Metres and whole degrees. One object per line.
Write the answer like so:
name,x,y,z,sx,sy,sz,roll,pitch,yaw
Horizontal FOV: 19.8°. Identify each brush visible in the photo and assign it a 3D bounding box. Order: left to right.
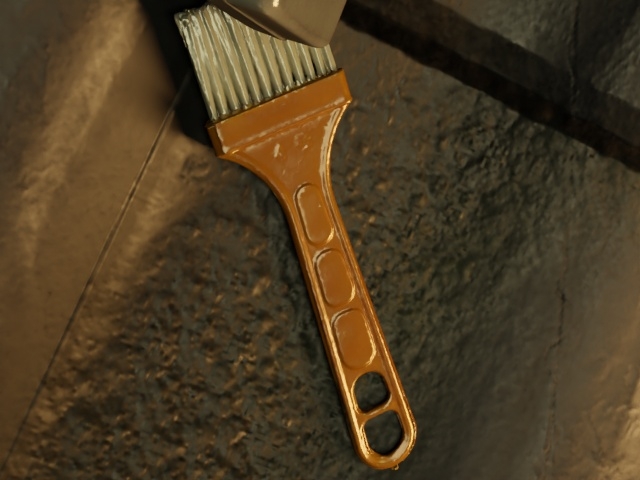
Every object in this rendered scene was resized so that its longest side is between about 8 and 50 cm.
brush,0.000,0.000,1.076,0.090,0.017,0.314,-24,110,-16

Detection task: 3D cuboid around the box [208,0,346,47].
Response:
box,0.010,-0.229,0.977,0.103,0.055,0.243,22,89,-67
